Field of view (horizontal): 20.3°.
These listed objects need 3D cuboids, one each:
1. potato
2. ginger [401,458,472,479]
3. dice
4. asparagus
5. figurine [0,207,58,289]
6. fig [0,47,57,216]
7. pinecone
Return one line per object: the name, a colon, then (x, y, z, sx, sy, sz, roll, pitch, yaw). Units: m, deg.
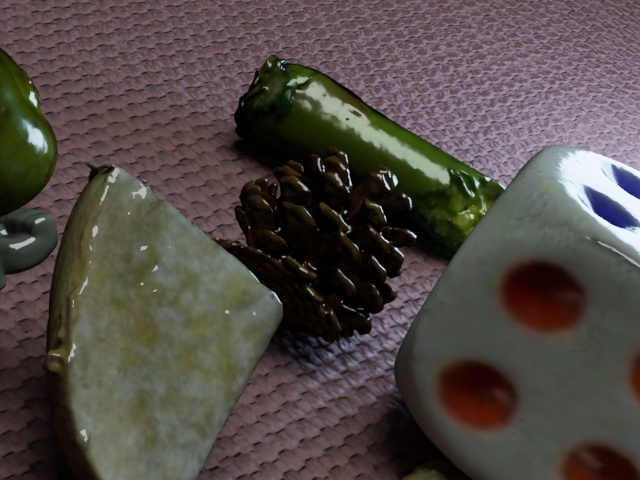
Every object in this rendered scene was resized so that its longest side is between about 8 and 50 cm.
potato: (-0.181, 0.104, 1.474, 0.211, 0.189, 0.264, 36, 60, -22)
ginger: (0.093, 0.241, 1.602, 0.069, 0.051, 0.173, 32, 37, 19)
dice: (0.264, 0.097, 1.668, 0.304, 0.277, 0.304, 35, 24, 8)
asparagus: (0.087, -0.074, 1.977, 0.382, 0.128, 0.108, 31, 69, 5)
figurine: (-0.400, 0.018, 1.451, 0.343, 0.167, 0.285, 18, 36, -7)
fig: (-0.368, -0.097, 1.652, 0.225, 0.203, 0.203, -27, 50, -6)
pinecone: (-0.001, 0.001, 1.762, 0.185, 0.168, 0.212, 41, 46, -4)
